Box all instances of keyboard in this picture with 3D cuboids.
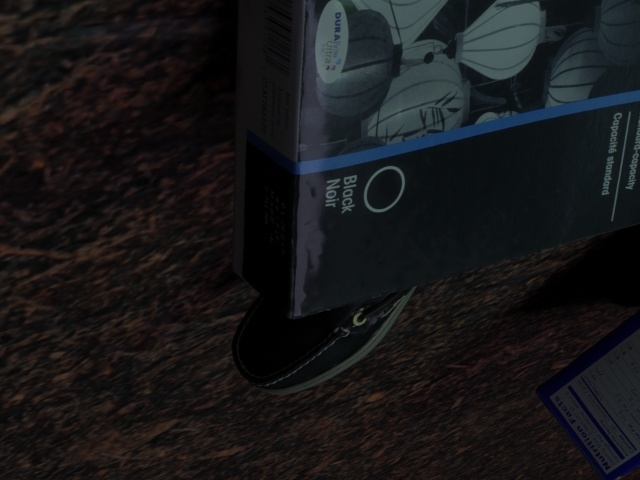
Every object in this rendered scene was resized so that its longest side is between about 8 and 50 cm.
[{"bbox_3d":[0.332,0.026,1.246,0.100,0.038,0.192,6,149,-16],"label":"keyboard"}]

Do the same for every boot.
[{"bbox_3d":[0.000,-0.002,0.783,0.236,0.085,0.179,-42,153,17],"label":"boot"}]

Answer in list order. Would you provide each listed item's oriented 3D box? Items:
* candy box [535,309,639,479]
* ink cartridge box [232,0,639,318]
[{"bbox_3d":[0.396,0.072,1.220,0.268,0.122,0.317,-16,158,-47],"label":"candy box"},{"bbox_3d":[0.113,-0.079,0.671,0.333,0.065,0.165,-16,123,-30],"label":"ink cartridge box"}]
